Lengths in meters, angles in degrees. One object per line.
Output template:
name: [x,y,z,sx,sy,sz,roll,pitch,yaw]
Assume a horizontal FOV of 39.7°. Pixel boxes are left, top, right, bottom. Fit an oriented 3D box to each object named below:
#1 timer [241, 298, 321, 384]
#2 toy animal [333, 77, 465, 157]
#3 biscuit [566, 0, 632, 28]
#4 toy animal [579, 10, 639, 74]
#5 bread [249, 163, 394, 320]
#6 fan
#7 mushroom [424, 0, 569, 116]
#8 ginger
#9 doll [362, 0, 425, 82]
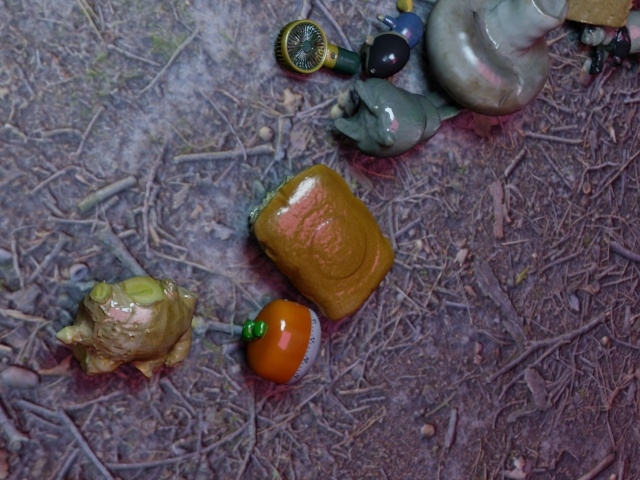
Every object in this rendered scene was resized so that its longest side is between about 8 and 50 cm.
timer: [-0.070,0.154,1.389,0.136,0.099,0.136,3,83,-27]
toy animal: [0.145,-0.197,1.467,0.251,0.125,0.127,-8,80,-45]
biscuit: [0.501,-0.504,1.587,0.030,0.160,0.250,-68,167,-46]
toy animal: [0.594,-0.393,1.746,0.225,0.094,0.121,-5,90,-23]
bread: [0.000,0.000,1.395,0.174,0.121,0.245,-49,121,-19]
fan: [-0.002,-0.294,1.398,0.155,0.039,0.082,12,90,-36]
mushroom: [0.304,-0.334,1.473,0.243,0.243,0.244,-5,100,-33]
ginger: [-0.270,0.119,1.246,0.216,0.102,0.157,-2,125,-38]
doll: [0.116,-0.322,1.451,0.102,0.089,0.179,55,44,-27]
